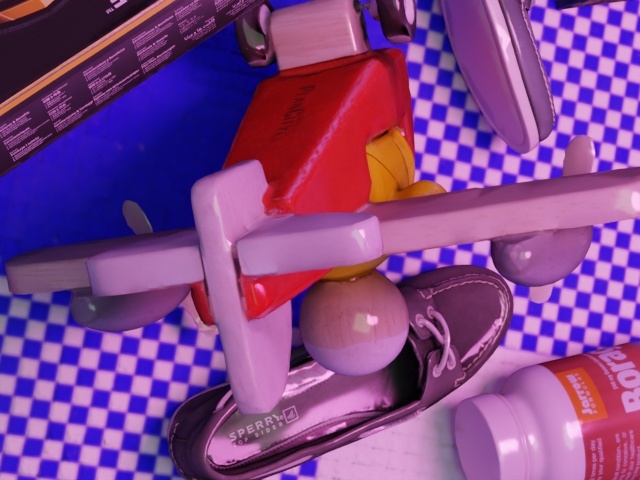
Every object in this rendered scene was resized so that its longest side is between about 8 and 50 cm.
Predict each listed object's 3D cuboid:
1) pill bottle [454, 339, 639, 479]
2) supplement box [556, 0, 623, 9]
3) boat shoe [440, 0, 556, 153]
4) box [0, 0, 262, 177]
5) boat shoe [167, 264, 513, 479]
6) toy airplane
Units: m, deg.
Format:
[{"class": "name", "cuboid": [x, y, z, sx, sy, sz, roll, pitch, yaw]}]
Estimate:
[{"class": "pill bottle", "cuboid": [0.233, 0.159, 1.135, 0.216, 0.121, 0.121, -11, 93, -17]}, {"class": "supplement box", "cuboid": [0.257, -0.259, 1.180, 0.083, 0.056, 0.083, -10, 92, -17]}, {"class": "boat shoe", "cuboid": [0.154, -0.236, 1.119, 0.099, 0.116, 0.319, -19, 90, -12]}, {"class": "box", "cuboid": [-0.234, -0.199, 0.957, 0.322, 0.079, 0.257, -36, 65, -14]}, {"class": "boat shoe", "cuboid": [0.033, 0.118, 1.087, 0.335, 0.095, 0.112, -25, 97, -16]}, {"class": "toy airplane", "cuboid": [0.000, 0.000, 0.940, 0.384, 0.386, 0.272, -31, 123, -20]}]
